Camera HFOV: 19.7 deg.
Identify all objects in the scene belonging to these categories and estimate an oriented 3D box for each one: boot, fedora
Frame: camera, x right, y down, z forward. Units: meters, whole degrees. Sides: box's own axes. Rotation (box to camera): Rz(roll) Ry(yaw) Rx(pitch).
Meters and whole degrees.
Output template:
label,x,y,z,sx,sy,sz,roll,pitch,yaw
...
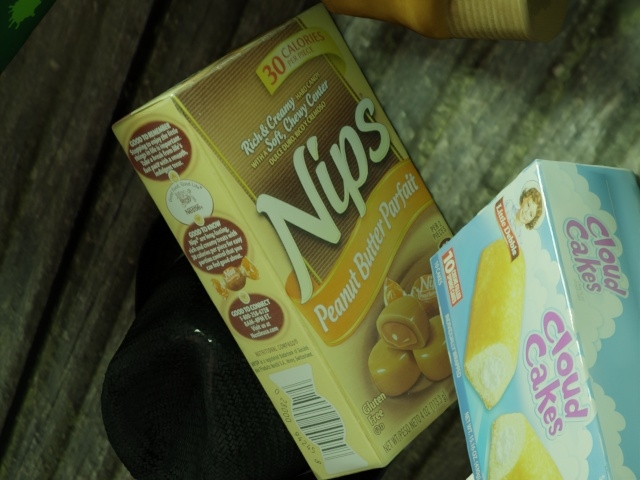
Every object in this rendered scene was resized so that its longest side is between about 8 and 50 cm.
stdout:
label,x,y,z,sx,sy,sz,roll,pitch,yaw
boot,0.052,-0.266,1.235,0.211,0.104,0.295,16,131,35
fedora,-0.087,0.128,1.600,0.334,0.152,0.334,23,131,29

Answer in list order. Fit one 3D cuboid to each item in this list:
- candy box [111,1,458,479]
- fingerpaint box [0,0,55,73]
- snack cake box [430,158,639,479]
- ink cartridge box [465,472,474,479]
label,x,y,z,sx,sy,sz,roll,pitch,yaw
candy box,0.000,0.000,1.406,0.087,0.183,0.316,-20,103,47
fingerpaint box,-0.331,-0.375,1.323,0.445,0.163,0.371,41,98,14
snack cake box,0.171,0.095,1.283,0.152,0.089,0.264,-49,43,50
ink cartridge box,0.120,0.299,1.375,0.119,0.353,0.207,26,133,28
